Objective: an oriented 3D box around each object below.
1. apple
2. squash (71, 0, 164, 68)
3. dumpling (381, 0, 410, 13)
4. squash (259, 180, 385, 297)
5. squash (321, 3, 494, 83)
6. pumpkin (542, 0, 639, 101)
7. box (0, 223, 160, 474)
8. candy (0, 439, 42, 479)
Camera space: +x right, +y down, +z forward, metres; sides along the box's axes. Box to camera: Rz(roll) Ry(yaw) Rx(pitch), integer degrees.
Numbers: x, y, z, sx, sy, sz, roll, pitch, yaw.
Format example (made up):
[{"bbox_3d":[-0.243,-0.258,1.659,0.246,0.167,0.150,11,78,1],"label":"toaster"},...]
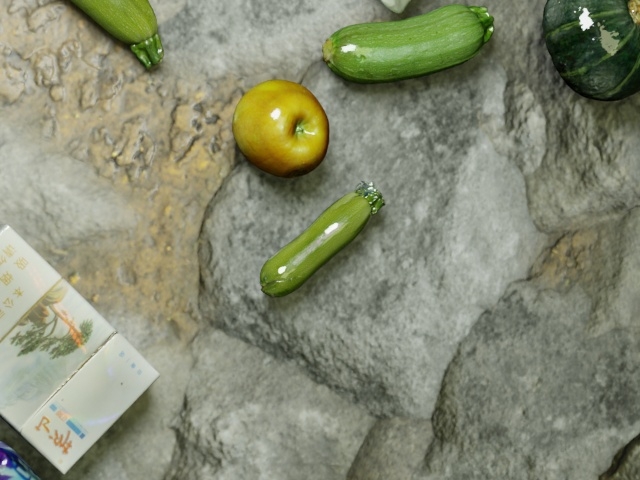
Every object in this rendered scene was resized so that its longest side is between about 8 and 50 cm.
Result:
[{"bbox_3d":[-0.043,-0.122,1.495,0.099,0.102,0.114,-33,105,-18],"label":"apple"},{"bbox_3d":[-0.252,-0.284,1.425,0.252,0.066,0.066,41,78,-19],"label":"squash"},{"bbox_3d":[0.092,-0.350,1.553,0.134,0.100,0.169,-13,76,-56],"label":"dumpling"},{"bbox_3d":[0.000,0.000,1.547,0.183,0.052,0.052,-43,107,-16],"label":"squash"},{"bbox_3d":[0.105,-0.227,1.566,0.219,0.068,0.077,-17,94,-21],"label":"squash"},{"bbox_3d":[0.341,-0.248,1.625,0.167,0.125,0.167,23,46,-27],"label":"pumpkin"},{"bbox_3d":[-0.304,0.115,1.423,0.149,0.067,0.233,-47,108,-13],"label":"box"},{"bbox_3d":[-0.300,0.285,1.391,0.070,0.145,0.275,-39,105,-10],"label":"candy"}]
